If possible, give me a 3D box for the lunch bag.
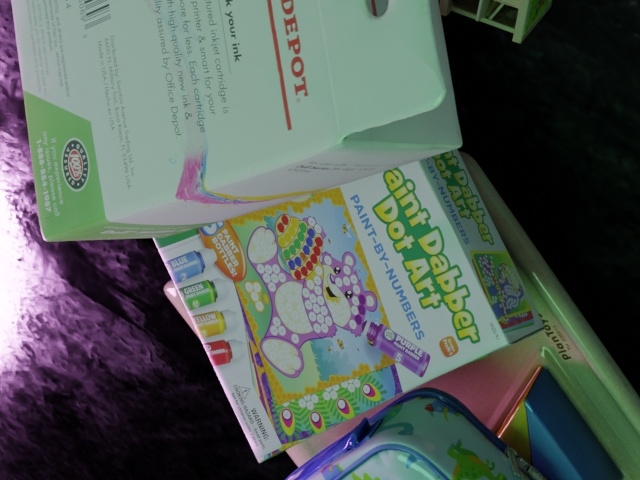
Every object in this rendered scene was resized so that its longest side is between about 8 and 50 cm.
[{"bbox_3d":[0.063,0.214,1.388,0.176,0.090,0.219,42,132,-6],"label":"lunch bag"}]

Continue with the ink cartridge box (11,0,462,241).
[{"bbox_3d":[-0.037,-0.132,1.201,0.353,0.119,0.207,-15,80,41],"label":"ink cartridge box"}]

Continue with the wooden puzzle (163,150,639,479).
[{"bbox_3d":[0.068,0.123,1.427,0.348,0.080,0.322,-23,110,43],"label":"wooden puzzle"}]

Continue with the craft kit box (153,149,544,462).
[{"bbox_3d":[0.000,0.000,1.318,0.247,0.061,0.250,-30,84,35],"label":"craft kit box"}]

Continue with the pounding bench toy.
[{"bbox_3d":[0.112,-0.179,1.177,0.065,0.052,0.083,23,133,17],"label":"pounding bench toy"}]
